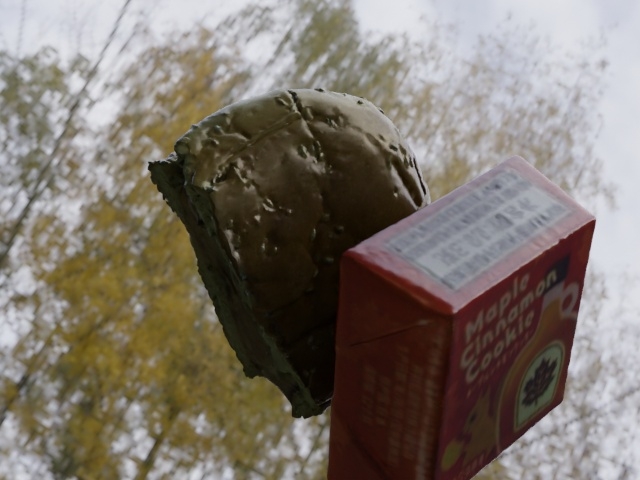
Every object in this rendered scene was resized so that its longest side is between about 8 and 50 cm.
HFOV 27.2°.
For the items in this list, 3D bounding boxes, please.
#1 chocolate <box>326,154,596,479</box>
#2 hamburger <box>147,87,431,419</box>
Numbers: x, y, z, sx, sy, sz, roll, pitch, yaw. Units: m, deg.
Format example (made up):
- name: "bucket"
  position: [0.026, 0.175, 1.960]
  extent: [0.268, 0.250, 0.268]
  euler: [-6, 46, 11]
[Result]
- name: "chocolate"
  position: [0.118, 0.080, 1.094]
  extent: [0.108, 0.237, 0.234]
  euler: [27, -52, 34]
- name: "hamburger"
  position: [0.000, 0.000, 1.127]
  extent: [0.132, 0.211, 0.309]
  euler: [27, -33, 50]
